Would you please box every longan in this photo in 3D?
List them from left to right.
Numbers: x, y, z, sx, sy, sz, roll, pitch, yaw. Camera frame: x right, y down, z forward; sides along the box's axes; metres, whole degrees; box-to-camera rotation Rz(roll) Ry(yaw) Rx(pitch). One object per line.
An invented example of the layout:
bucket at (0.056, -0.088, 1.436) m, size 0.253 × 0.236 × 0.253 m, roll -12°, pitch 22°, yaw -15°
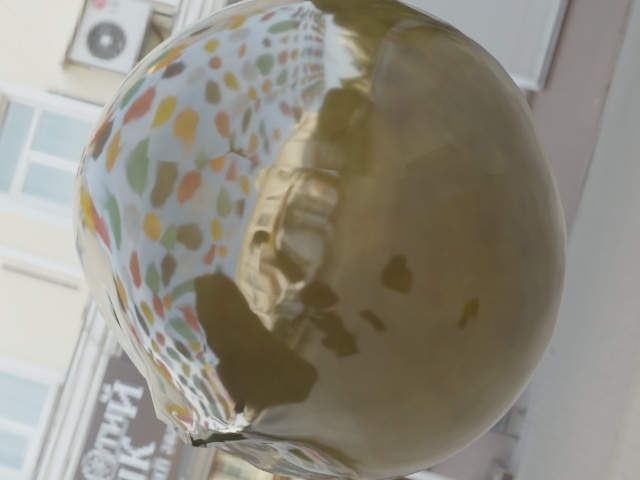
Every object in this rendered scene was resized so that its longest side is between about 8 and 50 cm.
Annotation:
longan at (0.000, 0.000, 0.665) m, size 0.319 × 0.318 × 0.319 m, roll 15°, pitch -90°, yaw -84°
